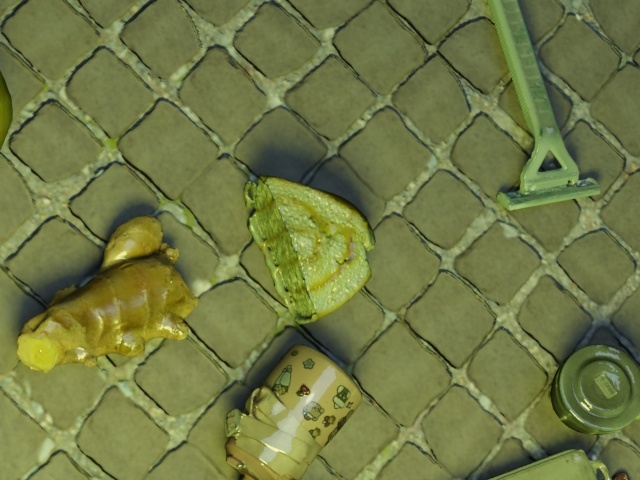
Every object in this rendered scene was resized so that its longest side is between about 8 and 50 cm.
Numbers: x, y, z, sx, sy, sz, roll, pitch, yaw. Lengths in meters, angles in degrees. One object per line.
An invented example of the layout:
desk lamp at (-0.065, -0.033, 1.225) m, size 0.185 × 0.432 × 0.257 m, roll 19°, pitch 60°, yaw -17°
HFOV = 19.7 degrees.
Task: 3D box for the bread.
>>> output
bread at (-0.001, -0.006, 1.851) m, size 0.110 × 0.103 × 0.156 m, roll -22°, pitch 91°, yaw -16°

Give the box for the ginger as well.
ginger at (-0.197, 0.070, 1.784) m, size 0.205 × 0.081 × 0.115 m, roll -46°, pitch 107°, yaw -28°

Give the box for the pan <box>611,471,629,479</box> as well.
pan at (0.370, 0.333, 1.923) m, size 0.115 × 0.040 × 0.212 m, roll -28°, pitch 87°, yaw -27°

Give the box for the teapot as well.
teapot at (0.291, 0.170, 1.910) m, size 0.124 × 0.091 × 0.092 m, roll 38°, pitch 70°, yaw 0°

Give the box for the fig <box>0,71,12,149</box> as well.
fig at (-0.405, -0.112, 1.693) m, size 0.271 × 0.239 × 0.239 m, roll -7°, pitch 78°, yaw -50°

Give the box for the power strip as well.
power strip at (0.169, 0.281, 1.865) m, size 0.272 × 0.052 × 0.078 m, roll -17°, pitch 83°, yaw -22°

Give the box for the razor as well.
razor at (0.220, -0.175, 1.986) m, size 0.111 × 0.056 × 0.277 m, roll -10°, pitch 81°, yaw -18°

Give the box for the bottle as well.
bottle at (-0.037, 0.182, 1.801) m, size 0.099 × 0.099 × 0.152 m, roll 43°, pitch 72°, yaw -4°
